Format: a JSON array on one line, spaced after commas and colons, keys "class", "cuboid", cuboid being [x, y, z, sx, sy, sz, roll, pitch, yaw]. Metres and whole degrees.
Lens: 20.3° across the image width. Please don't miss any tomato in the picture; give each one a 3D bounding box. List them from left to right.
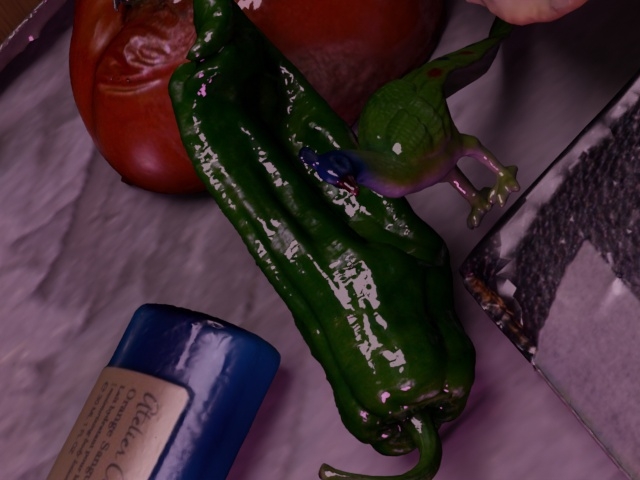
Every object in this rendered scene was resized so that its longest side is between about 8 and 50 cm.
[{"class": "tomato", "cuboid": [-0.052, -0.136, 0.938, 0.228, 0.101, 0.228, -18, 54, 27]}]

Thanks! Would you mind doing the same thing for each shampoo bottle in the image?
[{"class": "shampoo bottle", "cuboid": [-0.090, 0.120, 0.827, 0.087, 0.050, 0.183, 13, 69, 35]}]

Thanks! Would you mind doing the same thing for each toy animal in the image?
[{"class": "toy animal", "cuboid": [0.065, -0.051, 0.806, 0.041, 0.075, 0.217, -43, -2, 39]}]

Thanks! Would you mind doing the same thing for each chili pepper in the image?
[{"class": "chili pepper", "cuboid": [0.001, -0.003, 0.799, 0.074, 0.100, 0.257, -45, 61, 24]}]

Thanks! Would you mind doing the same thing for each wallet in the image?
[{"class": "wallet", "cuboid": [0.207, -0.007, 0.710, 0.262, 0.071, 0.221, -44, 52, 6]}]

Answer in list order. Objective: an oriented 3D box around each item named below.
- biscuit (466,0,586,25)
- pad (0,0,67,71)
[{"class": "biscuit", "cuboid": [0.117, -0.314, 0.881, 0.446, 0.104, 0.429, -35, 47, -9]}, {"class": "pad", "cuboid": [-0.266, -0.169, 1.144, 0.284, 0.018, 0.286, -46, 46, 6]}]
